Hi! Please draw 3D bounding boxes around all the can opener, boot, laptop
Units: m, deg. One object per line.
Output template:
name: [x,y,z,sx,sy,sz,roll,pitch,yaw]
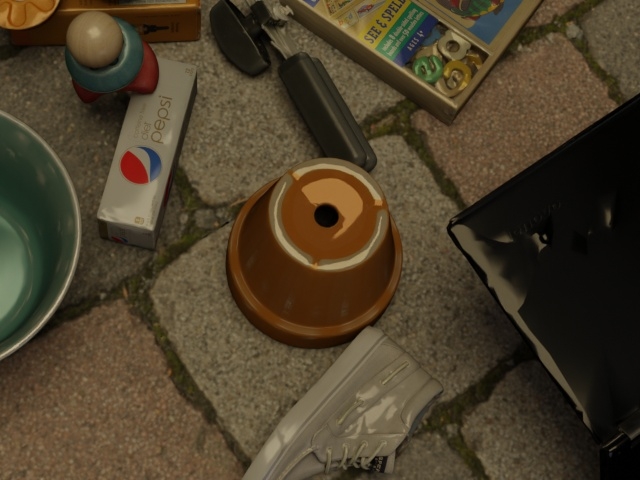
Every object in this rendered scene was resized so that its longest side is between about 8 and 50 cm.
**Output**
can opener: [-0.030,-0.190,1.457,0.093,0.074,0.280,-39,76,18]
boot: [0.026,0.220,1.301,0.123,0.095,0.258,37,71,13]
laptop: [0.377,0.081,1.303,0.382,0.408,0.236,-33,49,-15]

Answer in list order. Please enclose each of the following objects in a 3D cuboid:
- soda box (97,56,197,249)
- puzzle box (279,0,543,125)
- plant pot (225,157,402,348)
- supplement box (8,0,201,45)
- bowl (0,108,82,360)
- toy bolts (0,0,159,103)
soda box: [-0.202,-0.104,1.396,0.069,0.074,0.216,12,71,-2]
puzzle box: [0.171,-0.379,1.542,0.272,0.052,0.409,35,72,6]
plant pot: [0.000,0.000,1.323,0.205,0.188,0.205,2,71,-6]
supplement box: [-0.263,-0.290,1.450,0.233,0.078,0.080,-1,69,-7]
bowl: [-0.409,0.018,1.285,0.311,0.163,0.311,2,71,-5]
toy bolts: [-0.278,-0.267,1.309,0.218,0.158,0.228,-15,82,-3]
